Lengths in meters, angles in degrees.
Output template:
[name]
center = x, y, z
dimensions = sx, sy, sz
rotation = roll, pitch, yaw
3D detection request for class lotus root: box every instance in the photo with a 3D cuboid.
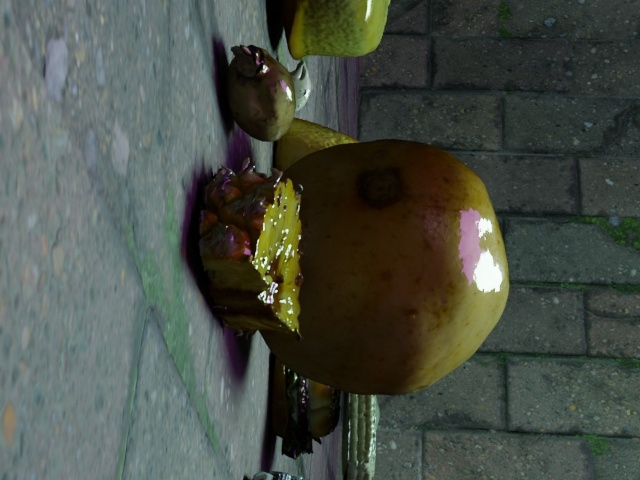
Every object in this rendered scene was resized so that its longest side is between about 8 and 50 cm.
[lotus root]
center = -0.057, -0.135, 1.001
dimensions = 0.072, 0.063, 0.152
rotation = 52, -10, 25

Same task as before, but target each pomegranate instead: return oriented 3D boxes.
[pomegranate]
center = 0.063, 0.025, 1.175
dimensions = 0.307, 0.307, 0.307
rotation = 2, 90, -86

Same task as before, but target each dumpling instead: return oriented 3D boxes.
[dumpling]
center = -0.037, -0.196, 1.409
dimensions = 0.059, 0.043, 0.077
rotation = -161, -112, -71

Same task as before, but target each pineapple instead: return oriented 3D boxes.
[pineapple]
center = -0.057, -0.003, 0.963
dimensions = 0.233, 0.079, 0.135
rotation = 83, 8, -66

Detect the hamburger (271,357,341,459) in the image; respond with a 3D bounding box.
[hamburger]
center = -0.017, 0.209, 1.489
dimensions = 0.164, 0.093, 0.190
rotation = -77, 170, -70

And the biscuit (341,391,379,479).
[biscuit]
center = 0.055, 0.216, 1.481
dimensions = 0.150, 0.052, 0.252
rotation = 90, 3, -55

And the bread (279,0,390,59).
[bread]
center = 0.017, -0.357, 1.349
dimensions = 0.270, 0.148, 0.270
rotation = 5, 90, -83

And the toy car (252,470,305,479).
[toy car]
center = -0.054, 0.325, 1.284
dimensions = 0.205, 0.056, 0.095
rotation = 67, 25, -74

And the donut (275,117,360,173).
[donut]
center = 0.016, -0.034, 1.438
dimensions = 0.101, 0.152, 0.259
rotation = -45, 135, -73
